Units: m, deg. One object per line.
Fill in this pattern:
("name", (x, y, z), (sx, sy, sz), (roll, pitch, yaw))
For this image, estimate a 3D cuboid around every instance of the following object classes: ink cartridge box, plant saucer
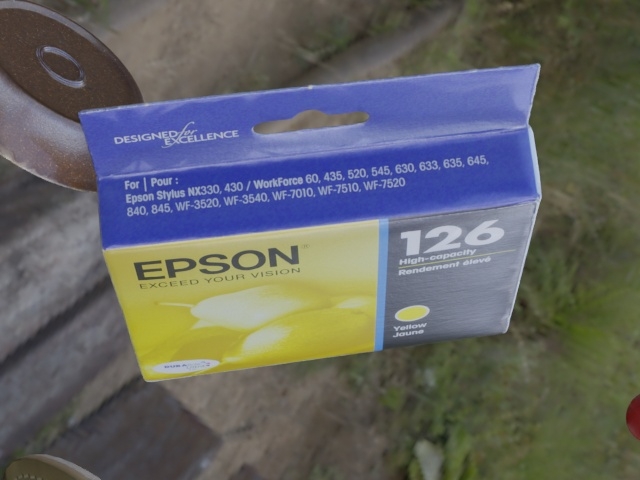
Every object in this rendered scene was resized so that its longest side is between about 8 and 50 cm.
("ink cartridge box", (0.000, 0.000, 1.010), (0.307, 0.304, 0.072), (86, -3, -63))
("plant saucer", (-0.199, -0.118, 1.029), (0.036, 0.198, 0.198), (-48, 171, 27))

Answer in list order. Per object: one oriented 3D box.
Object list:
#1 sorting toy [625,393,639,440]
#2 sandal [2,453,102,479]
("sorting toy", (0.373, 0.224, 1.174), (0.046, 0.275, 0.132), (19, 87, -57))
("sandal", (-0.018, 0.124, 0.446), (0.079, 0.240, 0.088), (-11, 106, -33))
